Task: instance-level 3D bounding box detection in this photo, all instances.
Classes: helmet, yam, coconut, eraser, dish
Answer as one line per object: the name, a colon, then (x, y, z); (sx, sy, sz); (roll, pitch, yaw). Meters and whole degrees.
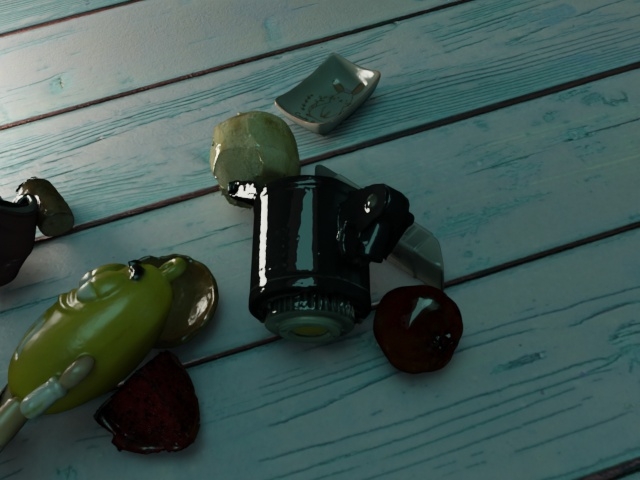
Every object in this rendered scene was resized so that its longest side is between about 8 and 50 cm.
helmet: (-0.699, -0.011, 1.319); (0.338, 0.271, 0.197); (8, 96, 12)
yam: (-0.564, -0.067, 1.440); (0.084, 0.084, 0.127); (-33, 59, -17)
coconut: (-0.131, -0.171, 1.402); (0.194, 0.194, 0.194); (-4, 51, 5)
eraser: (0.105, -0.031, 1.311); (0.352, 0.089, 0.061); (35, 66, 31)
dish: (0.019, -0.311, 1.552); (0.151, 0.077, 0.212); (31, 62, 30)

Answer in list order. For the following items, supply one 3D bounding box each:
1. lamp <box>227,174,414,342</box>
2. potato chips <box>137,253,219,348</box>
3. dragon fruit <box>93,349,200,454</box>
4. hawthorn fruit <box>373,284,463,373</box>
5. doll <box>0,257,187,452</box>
lamp: (-0.025, 0.035, 1.190); (0.374, 0.205, 0.272); (0, 71, 50)
potato chips: (-0.279, 0.114, 1.267); (0.208, 0.062, 0.195); (30, 58, 28)
dragon fruit: (-0.263, 0.277, 1.135); (0.161, 0.127, 0.120); (48, 111, 9)
hawthorn fruit: (0.152, 0.137, 1.153); (0.148, 0.148, 0.172); (-29, 26, -14)
doll: (-0.415, 0.195, 1.106); (0.348, 0.161, 0.423); (-17, 31, 48)
